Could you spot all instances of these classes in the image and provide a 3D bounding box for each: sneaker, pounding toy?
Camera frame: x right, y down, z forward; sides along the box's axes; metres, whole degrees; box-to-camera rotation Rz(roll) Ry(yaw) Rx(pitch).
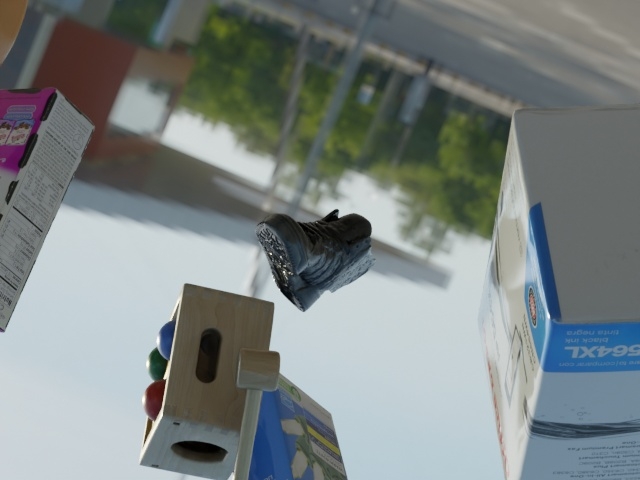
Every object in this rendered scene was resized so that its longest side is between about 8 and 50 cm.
[{"bbox_3d":[0.002,0.002,1.480,0.051,0.089,0.170,45,166,23],"label":"sneaker"},{"bbox_3d":[-0.099,0.131,1.555,0.094,0.181,0.206,13,152,-9],"label":"pounding toy"}]

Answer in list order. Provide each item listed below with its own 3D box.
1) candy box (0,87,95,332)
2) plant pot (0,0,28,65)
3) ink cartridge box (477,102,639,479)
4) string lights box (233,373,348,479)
[{"bbox_3d":[-0.331,-0.031,1.755,0.159,0.233,0.071,2,150,37],"label":"candy box"},{"bbox_3d":[-0.426,-0.250,1.602,0.291,0.290,0.203,24,177,18],"label":"plant pot"},{"bbox_3d":[0.147,0.043,1.041,0.086,0.148,0.203,-3,143,-5],"label":"ink cartridge box"},{"bbox_3d":[-0.028,0.276,1.993,0.133,0.077,0.259,41,-157,-42],"label":"string lights box"}]
